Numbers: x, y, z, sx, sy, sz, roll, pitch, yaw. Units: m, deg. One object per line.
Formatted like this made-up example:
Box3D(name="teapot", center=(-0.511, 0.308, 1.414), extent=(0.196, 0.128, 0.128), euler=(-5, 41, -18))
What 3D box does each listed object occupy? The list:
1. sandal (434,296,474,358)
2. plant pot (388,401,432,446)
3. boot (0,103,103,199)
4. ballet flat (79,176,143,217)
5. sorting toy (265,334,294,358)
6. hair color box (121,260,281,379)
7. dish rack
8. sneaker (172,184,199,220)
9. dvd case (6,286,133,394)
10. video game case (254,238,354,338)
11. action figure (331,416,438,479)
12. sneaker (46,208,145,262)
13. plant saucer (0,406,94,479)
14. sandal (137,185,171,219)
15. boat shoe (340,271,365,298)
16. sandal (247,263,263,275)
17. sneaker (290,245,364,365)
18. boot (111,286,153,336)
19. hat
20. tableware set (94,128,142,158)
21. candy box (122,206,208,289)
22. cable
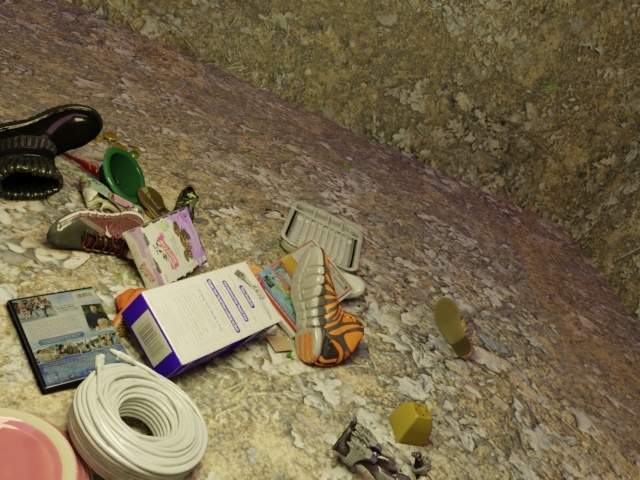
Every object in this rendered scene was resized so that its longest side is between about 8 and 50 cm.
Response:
Box3D(name="sandal", center=(0.453, 0.304, 1.936), extent=(0.079, 0.088, 0.240), euler=(47, 17, -41))
Box3D(name="plant pot", center=(0.231, 0.447, 1.439), extent=(0.081, 0.083, 0.081), euler=(16, 28, -23))
Box3D(name="boot", center=(-0.748, -0.246, 1.616), extent=(0.348, 0.131, 0.260), euler=(-25, 47, -24))
Box3D(name="ballet flat", center=(-0.610, -0.106, 1.647), extent=(0.222, 0.076, 0.079), euler=(31, 49, 5))
Box3D(name="sorting toy", center=(-0.102, 0.277, 1.503), extent=(0.062, 0.012, 0.083), euler=(9, 29, -42))
Box3D(name="hair color box", center=(-0.268, 0.180, 1.364), extent=(0.339, 0.110, 0.185), euler=(-17, 70, -53))
Box3D(name="dish rack", center=(0.000, 0.000, 2.021), extent=(0.286, 0.072, 0.332), euler=(26, 27, -5))
Box3D(name="sneaker", center=(-0.422, -0.116, 1.819), extent=(0.067, 0.078, 0.188), euler=(18, 30, -20))
Box3D(name="dvd case", center=(-0.525, 0.199, 1.215), extent=(0.181, 0.022, 0.253), euler=(-9, 44, -41))
Box3D(name="video game case", center=(-0.050, 0.130, 1.663), extent=(0.204, 0.025, 0.285), euler=(51, 45, 8))
Box3D(name="action figure", center=(0.159, 0.510, 1.249), extent=(0.285, 0.099, 0.185), euler=(37, 23, 11))
Box3D(name="sneaker", center=(-0.534, 0.002, 1.484), extent=(0.162, 0.106, 0.281), euler=(43, 30, 22))
Box3D(name="plant saucer", center=(-0.507, 0.376, 0.873), extent=(0.332, 0.084, 0.332), euler=(22, 28, -12))
Box3D(name="sandal", center=(-0.494, -0.088, 1.747), extent=(0.180, 0.049, 0.072), euler=(49, 36, 9))
Box3D(name="boat shoe", center=(0.035, 0.133, 1.792), extent=(0.227, 0.083, 0.076), euler=(10, -6, -12))
Box3D(name="sandal", center=(-0.116, 0.116, 1.701), extent=(0.266, 0.076, 0.102), euler=(25, 27, -7))
Box3D(name="sneaker", center=(0.022, 0.182, 1.586), extent=(0.180, 0.125, 0.320), euler=(15, 69, -38))
Box3D(name="boot", center=(-0.451, 0.162, 1.345), extent=(0.085, 0.059, 0.158), euler=(11, 31, 11))
Box3D(name="hat", center=(-0.663, -0.179, 1.768), extent=(0.173, 0.184, 0.208), euler=(34, 40, -59))
Box3D(name="tableware set", center=(-0.697, -0.329, 2.003), extent=(0.154, 0.024, 0.104), euler=(21, 31, -17))
Box3D(name="candy box", center=(-0.399, 0.020, 1.515), extent=(0.196, 0.070, 0.164), euler=(-40, 113, -61))
Box3D(name="cable", center=(-0.329, 0.335, 1.051), extent=(0.257, 0.089, 0.257), euler=(34, 14, -18))
